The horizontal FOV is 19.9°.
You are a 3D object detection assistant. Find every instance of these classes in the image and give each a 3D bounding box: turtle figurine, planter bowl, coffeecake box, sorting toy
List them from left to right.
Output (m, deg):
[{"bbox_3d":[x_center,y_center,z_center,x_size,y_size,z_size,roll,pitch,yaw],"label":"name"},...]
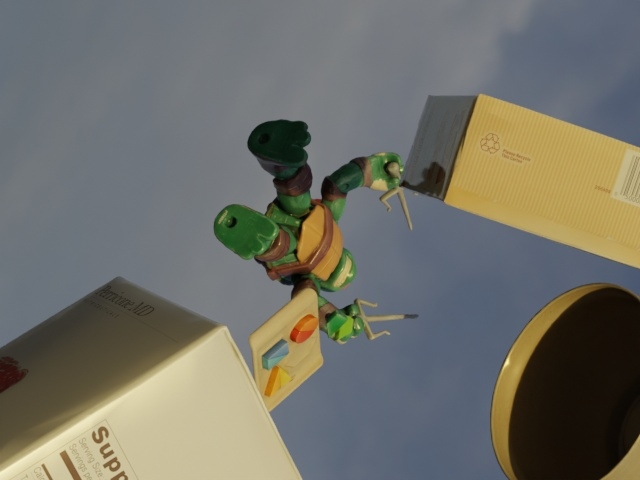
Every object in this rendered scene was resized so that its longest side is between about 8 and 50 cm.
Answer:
[{"bbox_3d":[-0.009,0.059,1.092,0.012,0.083,0.062,27,-39,33],"label":"sorting toy"},{"bbox_3d":[0.000,0.000,1.493,0.118,0.234,0.175,-6,-114,25],"label":"turtle figurine"},{"bbox_3d":[0.135,-0.037,1.114,0.185,0.142,0.068,-143,-109,-83],"label":"coffeecake box"},{"bbox_3d":[0.218,0.125,1.322,0.162,0.109,0.162,-33,-136,38],"label":"planter bowl"}]

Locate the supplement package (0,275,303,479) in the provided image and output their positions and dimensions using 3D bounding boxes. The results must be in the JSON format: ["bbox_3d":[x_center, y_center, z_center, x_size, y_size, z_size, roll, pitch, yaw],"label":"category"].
[{"bbox_3d":[-0.174,0.177,1.091,0.293,0.175,0.177,-32,-159,-19],"label":"supplement package"}]
